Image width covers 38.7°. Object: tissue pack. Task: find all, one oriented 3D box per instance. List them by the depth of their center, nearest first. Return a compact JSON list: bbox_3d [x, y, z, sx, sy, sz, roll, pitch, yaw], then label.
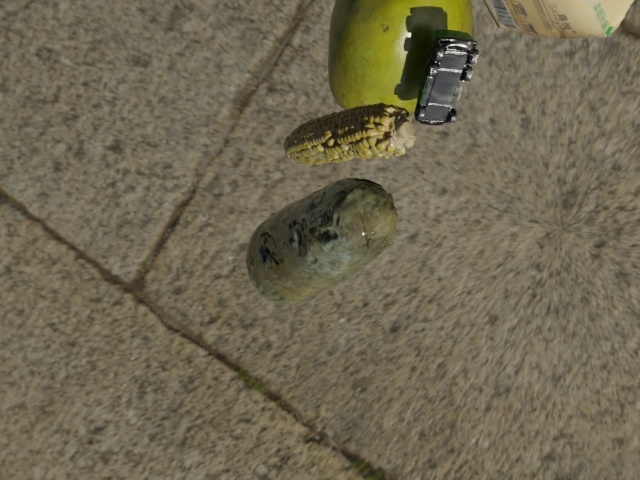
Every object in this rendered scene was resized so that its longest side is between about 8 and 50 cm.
[{"bbox_3d":[0.230,-0.333,1.007,0.090,0.222,0.186,-49,35,-15],"label":"tissue pack"}]

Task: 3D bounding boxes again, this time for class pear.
[{"bbox_3d":[0.133,-0.354,1.585,0.252,0.253,0.307,24,120,13],"label":"pear"}]

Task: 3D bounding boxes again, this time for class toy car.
[{"bbox_3d":[0.196,-0.259,1.457,0.071,0.063,0.165,4,133,-10],"label":"toy car"}]

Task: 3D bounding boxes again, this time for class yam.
[{"bbox_3d":[0.000,0.000,1.164,0.133,0.330,0.133,5,77,-20],"label":"yam"}]

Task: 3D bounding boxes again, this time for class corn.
[{"bbox_3d":[0.037,-0.158,1.397,0.288,0.086,0.087,-1,90,55],"label":"corn"}]
